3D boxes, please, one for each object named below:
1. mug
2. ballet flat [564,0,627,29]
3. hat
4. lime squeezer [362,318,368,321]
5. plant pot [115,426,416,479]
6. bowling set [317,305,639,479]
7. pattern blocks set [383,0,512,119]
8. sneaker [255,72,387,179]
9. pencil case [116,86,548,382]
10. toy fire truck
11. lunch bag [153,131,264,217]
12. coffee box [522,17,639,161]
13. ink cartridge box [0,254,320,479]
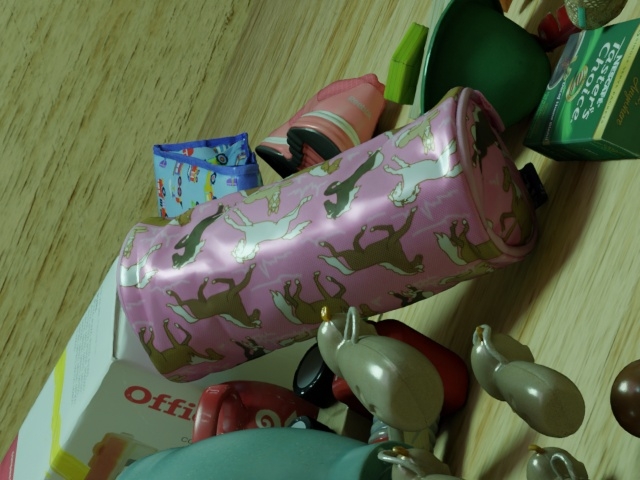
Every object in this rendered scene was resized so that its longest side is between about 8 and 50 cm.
[{"bbox_3d":[-0.081,0.218,1.670,0.113,0.150,0.169,-25,41,47],"label":"mug"},{"bbox_3d":[0.252,-0.247,1.582,0.206,0.073,0.067,-50,-30,-40],"label":"ballet flat"},{"bbox_3d":[0.208,-0.144,1.720,0.173,0.183,0.208,-67,-27,-17],"label":"hat"},{"bbox_3d":[0.083,0.011,1.922,0.110,0.059,0.310,53,124,38],"label":"lime squeezer"},{"bbox_3d":[0.004,0.258,1.347,0.196,0.293,0.293,-26,33,27],"label":"plant pot"},{"bbox_3d":[0.141,0.144,1.229,0.200,0.287,0.154,-25,17,-11],"label":"bowling set"},{"bbox_3d":[0.140,-0.216,1.816,0.285,0.026,0.325,-50,-23,-40],"label":"pattern blocks set"},{"bbox_3d":[0.017,-0.133,2.359,0.136,0.116,0.314,-49,8,-14],"label":"sneaker"},{"bbox_3d":[0.000,0.000,1.647,0.386,0.160,0.167,-22,4,26],"label":"pencil case"},{"bbox_3d":[0.059,0.152,1.561,0.246,0.158,0.217,-32,34,48],"label":"toy fire truck"},{"bbox_3d":[-0.115,-0.004,2.372,0.293,0.138,0.221,-143,45,-72],"label":"lunch bag"},{"bbox_3d":[0.233,-0.123,1.534,0.113,0.040,0.184,-66,13,-3],"label":"coffee box"},{"bbox_3d":[-0.153,0.223,1.913,0.160,0.279,0.384,-91,26,-48],"label":"ink cartridge box"}]
